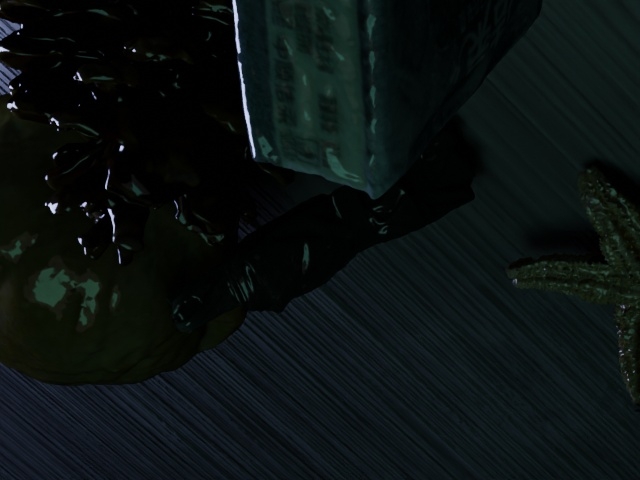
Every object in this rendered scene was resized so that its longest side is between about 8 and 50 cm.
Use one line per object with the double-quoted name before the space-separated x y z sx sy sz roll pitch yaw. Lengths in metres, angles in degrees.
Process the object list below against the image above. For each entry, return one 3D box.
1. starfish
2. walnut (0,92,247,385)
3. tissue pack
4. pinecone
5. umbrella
"starfish" 0.251 0.041 1.158 0.240 0.043 0.227 3 135 34
"walnut" -0.173 0.000 1.245 0.283 0.227 0.283 28 151 17
"tissue pack" 0.038 -0.211 0.813 0.103 0.228 0.315 17 131 24
"pinecone" -0.087 -0.119 1.044 0.243 0.243 0.257 8 106 27
"umbrella" 0.000 0.000 1.145 0.066 0.236 0.059 63 169 -19
